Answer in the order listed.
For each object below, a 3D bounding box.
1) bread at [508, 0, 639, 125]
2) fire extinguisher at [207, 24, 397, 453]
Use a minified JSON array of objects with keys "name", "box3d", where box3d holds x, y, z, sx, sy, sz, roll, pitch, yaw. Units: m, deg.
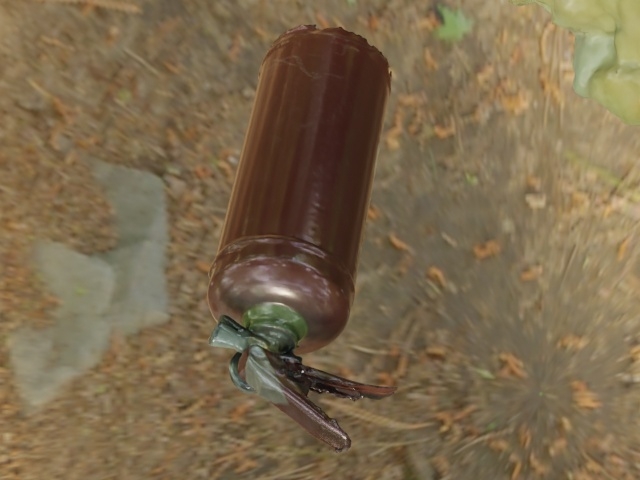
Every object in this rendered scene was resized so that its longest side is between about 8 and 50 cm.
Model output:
[{"name":"bread","box3d":[0.188,-0.139,0.503,0.239,0.252,0.196,0,65,-11]},{"name":"fire extinguisher","box3d":[0.000,0.000,1.300,0.147,0.106,0.337,18,51,-10]}]
